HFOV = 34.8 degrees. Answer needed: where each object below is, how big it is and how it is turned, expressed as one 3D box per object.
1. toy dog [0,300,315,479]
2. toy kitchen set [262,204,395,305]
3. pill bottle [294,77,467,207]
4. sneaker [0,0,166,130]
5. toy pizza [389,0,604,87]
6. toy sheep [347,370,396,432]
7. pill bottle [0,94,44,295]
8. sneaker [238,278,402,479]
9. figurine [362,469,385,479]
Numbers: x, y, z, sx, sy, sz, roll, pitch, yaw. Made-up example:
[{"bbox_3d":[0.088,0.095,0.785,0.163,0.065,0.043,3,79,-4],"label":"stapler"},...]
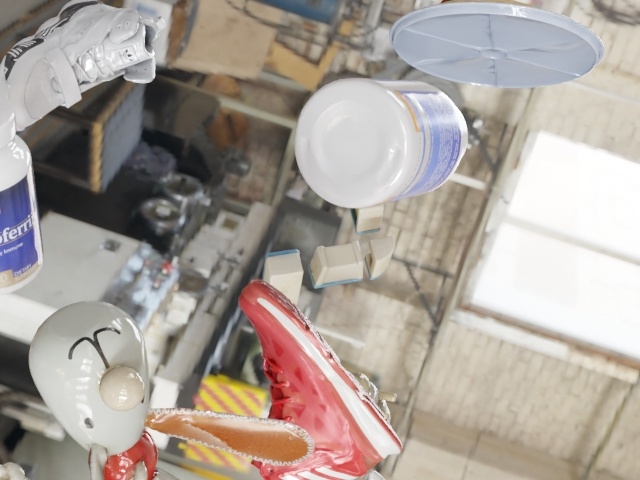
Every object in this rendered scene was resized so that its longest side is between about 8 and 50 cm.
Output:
[{"bbox_3d":[-0.086,0.210,0.665,0.220,0.161,0.334,-51,127,-15],"label":"toy dog"},{"bbox_3d":[0.000,0.000,1.650,0.122,0.207,0.166,103,-24,-60],"label":"toy kitchen set"},{"bbox_3d":[0.091,-0.126,1.281,0.272,0.152,0.152,-14,124,-63],"label":"pill bottle"},{"bbox_3d":[-0.447,-0.336,1.931,0.137,0.210,0.366,76,32,-42],"label":"sneaker"},{"bbox_3d":[0.166,-0.191,0.966,0.201,0.201,0.032,88,10,-80],"label":"toy pizza"},{"bbox_3d":[0.039,0.202,1.149,0.091,0.091,0.132,-67,160,-58],"label":"toy sheep"},{"bbox_3d":[-0.471,-0.064,1.409,0.153,0.153,0.265,-68,166,-50],"label":"pill bottle"},{"bbox_3d":[-0.032,0.150,0.936,0.128,0.221,0.087,-38,-166,-1],"label":"sneaker"},{"bbox_3d":[0.087,0.399,1.284,0.209,0.092,0.215,92,-20,-68],"label":"figurine"}]
